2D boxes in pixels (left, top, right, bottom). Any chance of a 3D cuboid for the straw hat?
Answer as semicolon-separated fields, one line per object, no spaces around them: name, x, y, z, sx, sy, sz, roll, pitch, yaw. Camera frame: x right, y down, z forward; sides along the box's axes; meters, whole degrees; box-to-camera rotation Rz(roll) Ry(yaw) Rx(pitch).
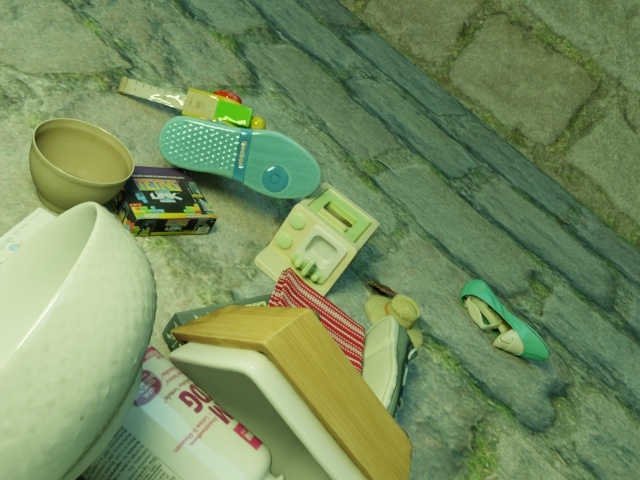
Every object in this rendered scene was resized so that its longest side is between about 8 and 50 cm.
straw hat;0.168;0.147;1.349;0.145;0.061;0.144;25;34;-18

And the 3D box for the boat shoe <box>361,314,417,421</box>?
boat shoe;0.113;0.250;1.108;0.099;0.116;0.319;46;27;-13

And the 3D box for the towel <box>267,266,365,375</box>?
towel;-0.006;0.163;1.069;0.199;0.031;0.275;39;23;-11

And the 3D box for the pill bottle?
pill bottle;-0.160;0.266;0.773;0.283;0.160;0.160;40;31;5

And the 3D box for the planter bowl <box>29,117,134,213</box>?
planter bowl;-0.406;-0.110;1.088;0.162;0.109;0.162;26;32;-18

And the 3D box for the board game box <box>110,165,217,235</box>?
board game box;-0.295;-0.074;1.208;0.170;0.048;0.141;-3;50;-47

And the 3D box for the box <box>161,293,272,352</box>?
box;-0.106;0.180;1.037;0.233;0.059;0.183;-7;54;-49

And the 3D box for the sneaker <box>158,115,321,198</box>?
sneaker;-0.155;-0.177;1.336;0.319;0.127;0.208;18;8;-8

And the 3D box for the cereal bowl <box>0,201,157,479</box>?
cereal bowl;-0.275;0.133;0.615;0.141;0.339;0.339;46;25;-27

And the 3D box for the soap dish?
soap dish;-0.034;0.204;0.825;0.118;0.229;0.290;-48;114;-30

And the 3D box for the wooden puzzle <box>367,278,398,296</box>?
wooden puzzle;0.133;0.101;1.409;0.083;0.006;0.049;24;8;-19

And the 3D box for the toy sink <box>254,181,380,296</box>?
toy sink;0.000;0.000;1.315;0.153;0.131;0.234;38;32;5

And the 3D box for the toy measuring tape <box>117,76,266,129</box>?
toy measuring tape;-0.284;-0.293;1.485;0.330;0.121;0.121;14;33;-2

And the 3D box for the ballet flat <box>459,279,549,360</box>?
ballet flat;0.412;0.199;1.518;0.087;0.083;0.247;-29;67;-30

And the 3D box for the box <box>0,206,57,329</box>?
box;-0.394;0.063;0.863;0.103;0.114;0.203;33;30;-6
